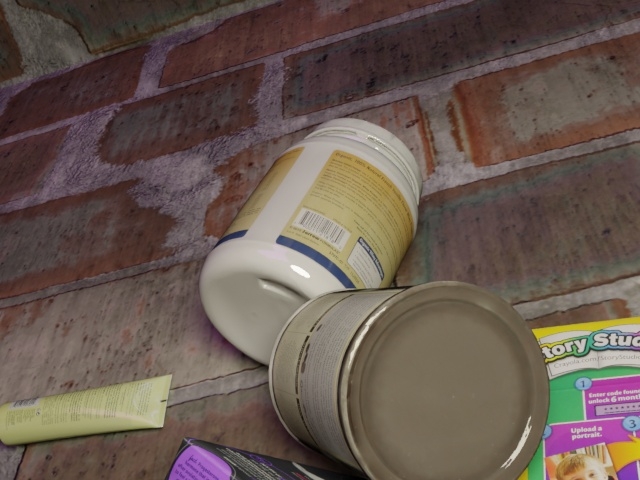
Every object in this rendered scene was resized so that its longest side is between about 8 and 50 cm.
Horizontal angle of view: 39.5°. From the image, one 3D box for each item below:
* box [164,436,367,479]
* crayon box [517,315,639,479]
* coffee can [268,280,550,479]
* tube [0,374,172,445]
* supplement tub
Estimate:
[{"bbox_3d":[-0.012,0.290,0.783,0.165,0.270,0.143,23,88,46],"label":"box"},{"bbox_3d":[0.350,0.210,0.856,0.362,0.106,0.313,-9,36,20],"label":"crayon box"},{"bbox_3d":[0.074,0.145,0.912,0.201,0.201,0.275,-35,6,-16],"label":"coffee can"},{"bbox_3d":[-0.325,0.240,1.233,0.240,0.062,0.070,-11,80,8],"label":"tube"},{"bbox_3d":[0.000,0.000,1.216,0.228,0.228,0.316,2,42,30],"label":"supplement tub"}]
